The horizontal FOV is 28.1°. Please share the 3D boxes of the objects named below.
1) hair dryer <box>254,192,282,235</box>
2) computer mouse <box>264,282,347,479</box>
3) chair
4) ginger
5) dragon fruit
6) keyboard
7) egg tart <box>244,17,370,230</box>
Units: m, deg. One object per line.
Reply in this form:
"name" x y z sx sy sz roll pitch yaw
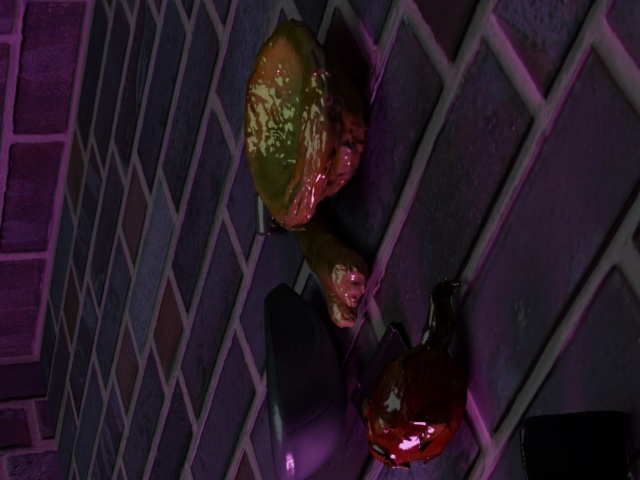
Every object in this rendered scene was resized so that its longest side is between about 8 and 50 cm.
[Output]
"hair dryer" -0.057 -0.042 2.077 0.150 0.047 0.071 5 99 57
"computer mouse" -0.026 0.209 1.904 0.371 0.121 0.188 -103 9 -59
"chair" 0.240 0.287 1.264 0.145 0.140 0.221 147 119 -63
"ginger" 0.003 0.000 1.893 0.299 0.065 0.118 -116 34 -48
"dragon fruit" 0.126 0.163 1.565 0.125 0.125 0.246 14 86 37
"keyboard" 0.085 0.190 1.783 0.060 0.018 0.195 63 149 30
"egg tart" -0.017 -0.170 1.848 0.315 0.120 0.315 179 90 -67
